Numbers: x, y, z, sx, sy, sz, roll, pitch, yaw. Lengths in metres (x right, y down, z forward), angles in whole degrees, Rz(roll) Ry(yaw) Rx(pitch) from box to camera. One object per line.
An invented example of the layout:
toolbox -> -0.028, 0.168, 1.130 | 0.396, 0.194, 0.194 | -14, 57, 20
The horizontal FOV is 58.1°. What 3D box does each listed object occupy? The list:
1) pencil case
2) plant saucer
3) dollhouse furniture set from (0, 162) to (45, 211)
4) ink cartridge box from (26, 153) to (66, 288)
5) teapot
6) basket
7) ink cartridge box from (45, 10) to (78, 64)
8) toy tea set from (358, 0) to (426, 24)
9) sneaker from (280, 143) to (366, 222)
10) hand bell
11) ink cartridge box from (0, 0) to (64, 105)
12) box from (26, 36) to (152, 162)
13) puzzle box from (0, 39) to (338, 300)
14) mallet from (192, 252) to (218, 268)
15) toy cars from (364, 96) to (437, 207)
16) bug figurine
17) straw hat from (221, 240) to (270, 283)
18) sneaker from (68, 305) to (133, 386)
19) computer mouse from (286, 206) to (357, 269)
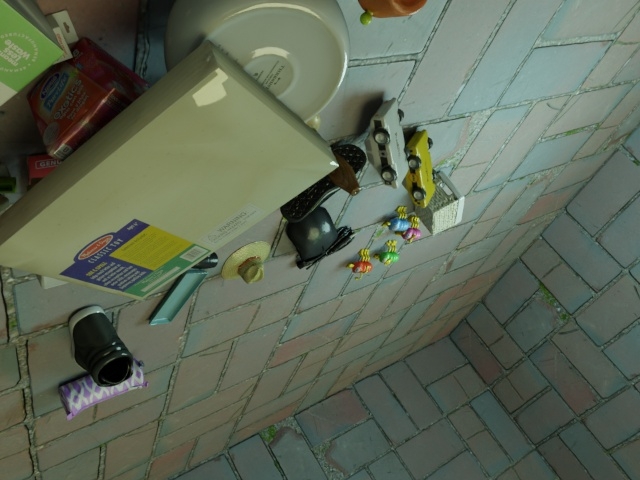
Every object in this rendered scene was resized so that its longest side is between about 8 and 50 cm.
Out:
pencil case -> -0.539, 0.367, 1.436 | 0.206, 0.088, 0.086 | -19, 151, -31
plant saucer -> -0.339, 0.134, 1.363 | 0.067, 0.018, 0.192 | 1, 136, -52
dollhouse furniture set -> -0.428, -0.071, 0.799 | 0.152, 0.076, 0.058 | -3, 139, -12
ink cartridge box -> -0.334, -0.052, 0.987 | 0.296, 0.066, 0.261 | -17, 150, -34
teapot -> -0.094, -0.271, 0.765 | 0.256, 0.187, 0.252 | -21, 148, 2
basket -> 0.346, -0.104, 1.699 | 0.103, 0.113, 0.167 | -31, 155, -5
ink cartridge box -> -0.335, -0.239, 0.698 | 0.083, 0.028, 0.048 | -28, 154, -17
toy tea set -> 0.174, -0.473, 0.881 | 0.336, 0.124, 0.199 | -26, 124, -13
sneaker -> -0.001, -0.130, 1.288 | 0.235, 0.084, 0.097 | -38, -179, 5
hand bell -> -0.004, -0.167, 0.990 | 0.126, 0.242, 0.126 | -29, 154, -16
ink cartridge box -> -0.467, -0.162, 0.558 | 0.354, 0.119, 0.207 | -37, 156, 4
box -> -0.257, -0.144, 0.816 | 0.123, 0.128, 0.257 | -42, 147, 9
puzzle box -> -0.210, -0.060, 0.785 | 0.409, 0.052, 0.272 | -32, 150, 18
mallet -> -0.231, -0.010, 1.235 | 0.062, 0.039, 0.189 | -8, 139, -41
toy cars -> 0.180, -0.194, 1.344 | 0.394, 0.087, 0.176 | 18, 80, -61
bug figurine -> 0.213, 0.015, 1.787 | 0.216, 0.072, 0.279 | -5, 141, -49
straw hat -> -0.169, 0.072, 1.417 | 0.145, 0.061, 0.144 | -28, 154, -15
sneaker -> -0.480, 0.276, 1.282 | 0.105, 0.146, 0.295 | -25, 154, -26
computer mouse -> 0.000, 0.000, 1.491 | 0.189, 0.072, 0.272 | -35, 155, 0
